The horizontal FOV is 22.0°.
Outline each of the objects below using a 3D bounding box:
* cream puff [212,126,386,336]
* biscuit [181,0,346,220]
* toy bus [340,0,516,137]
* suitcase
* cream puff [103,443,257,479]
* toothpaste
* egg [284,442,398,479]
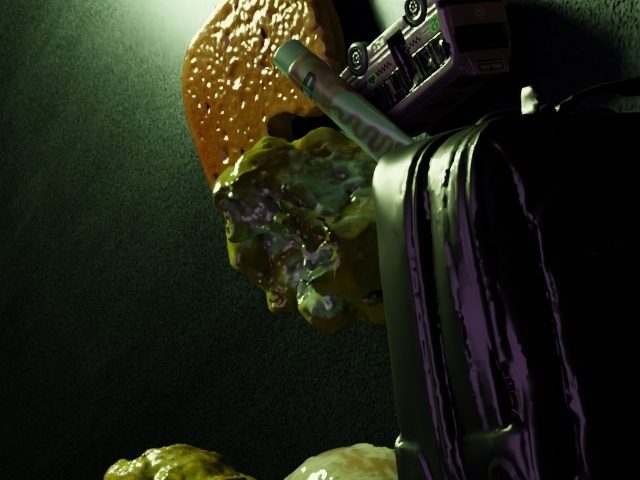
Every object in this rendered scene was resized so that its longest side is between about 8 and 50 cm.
[{"bbox_3d":[0.004,-0.003,1.618,0.221,0.194,0.195,42,126,29],"label":"cream puff"},{"bbox_3d":[-0.047,-0.151,1.765,0.277,0.052,0.262,-47,60,43],"label":"biscuit"},{"bbox_3d":[0.102,-0.164,1.533,0.178,0.086,0.098,-38,66,52],"label":"toy bus"},{"bbox_3d":[0.216,0.055,1.174,0.188,0.345,0.339,-19,77,58],"label":"suitcase"},{"bbox_3d":[-0.140,0.332,1.794,0.196,0.244,0.244,-28,66,18],"label":"cream puff"},{"bbox_3d":[0.032,-0.118,1.546,0.205,0.036,0.056,44,142,29],"label":"toothpaste"},{"bbox_3d":[0.052,0.297,1.530,0.245,0.203,0.203,48,129,40],"label":"egg"}]
